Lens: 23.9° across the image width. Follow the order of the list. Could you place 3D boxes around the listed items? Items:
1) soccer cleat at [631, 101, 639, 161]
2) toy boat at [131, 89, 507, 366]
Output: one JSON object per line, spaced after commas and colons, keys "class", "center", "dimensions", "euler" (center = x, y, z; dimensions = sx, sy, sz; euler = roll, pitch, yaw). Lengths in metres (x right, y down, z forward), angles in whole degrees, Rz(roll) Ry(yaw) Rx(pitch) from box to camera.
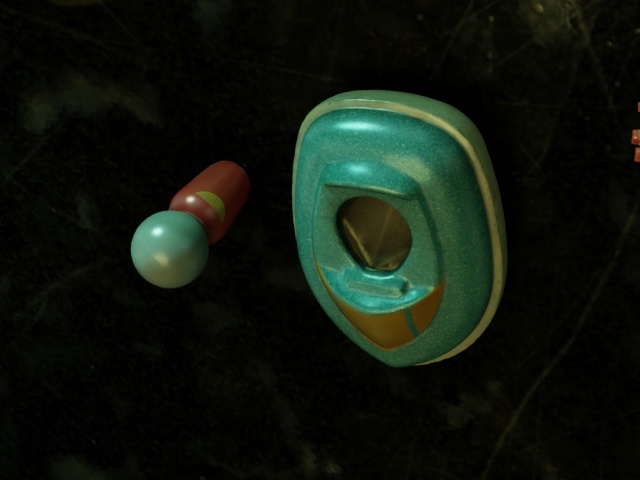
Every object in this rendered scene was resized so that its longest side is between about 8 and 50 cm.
{"class": "soccer cleat", "center": [0.278, -0.131, 1.088], "dimensions": [0.076, 0.068, 0.196], "euler": [6, 127, 2]}
{"class": "toy boat", "center": [0.000, 0.000, 1.283], "dimensions": [0.318, 0.148, 0.267], "euler": [6, 126, 26]}
